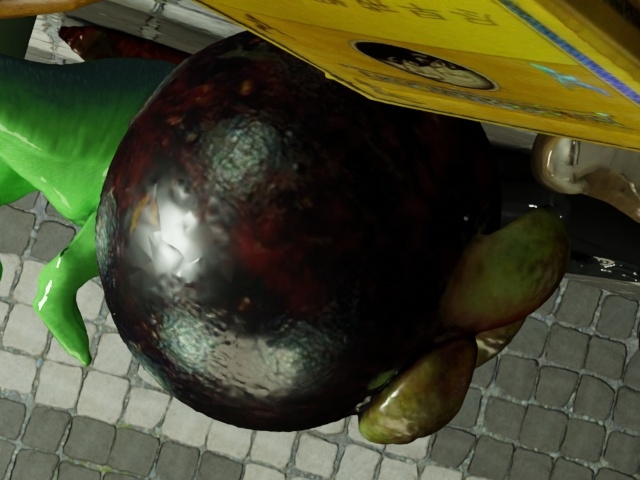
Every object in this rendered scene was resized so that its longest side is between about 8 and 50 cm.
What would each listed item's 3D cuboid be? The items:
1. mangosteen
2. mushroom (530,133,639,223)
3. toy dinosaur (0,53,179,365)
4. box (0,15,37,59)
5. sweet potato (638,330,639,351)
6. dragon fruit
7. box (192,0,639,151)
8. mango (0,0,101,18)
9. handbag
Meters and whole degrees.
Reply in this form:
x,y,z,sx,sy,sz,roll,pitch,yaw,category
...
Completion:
x,y,z,sx,sy,sz,roll,pitch,yaw,category
0.000,0.000,1.014,0.288,0.288,0.288,16,178,1,mangosteen
0.196,-0.048,1.014,0.210,0.072,0.094,18,174,-41,mushroom
-0.110,-0.118,1.139,0.144,0.374,0.500,36,150,36,toy dinosaur
-0.334,-0.156,1.190,0.226,0.149,0.226,16,178,1,box
0.261,0.002,0.938,0.109,0.109,0.385,16,163,-3,sweet potato
-0.168,-0.144,1.397,0.131,0.063,0.097,18,177,-41,dragon fruit
0.032,-0.108,0.547,0.193,0.084,0.301,16,178,33,box
-0.163,-0.155,0.835,0.159,0.084,0.105,16,-176,-1,mango
0.203,-0.023,1.503,0.244,0.088,0.275,11,172,42,handbag
